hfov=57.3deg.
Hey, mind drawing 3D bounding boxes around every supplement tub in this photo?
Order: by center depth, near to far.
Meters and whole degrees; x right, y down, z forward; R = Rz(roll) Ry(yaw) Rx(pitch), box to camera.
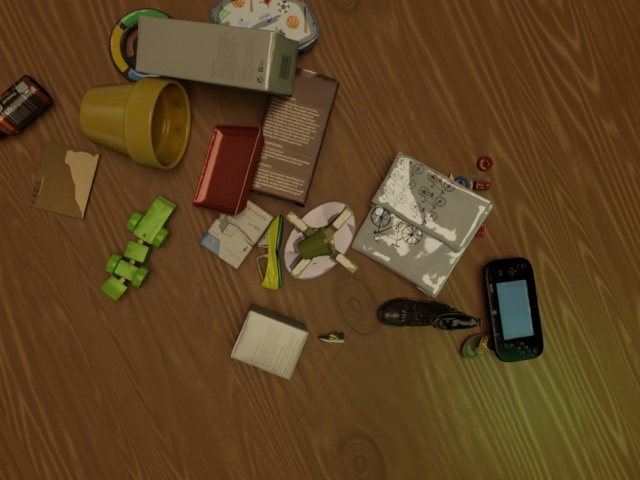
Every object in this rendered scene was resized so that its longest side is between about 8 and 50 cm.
[{"bbox_3d":[-0.876,-0.373,1.676,0.198,0.106,0.106,-43,94,-4],"label":"supplement tub"}]

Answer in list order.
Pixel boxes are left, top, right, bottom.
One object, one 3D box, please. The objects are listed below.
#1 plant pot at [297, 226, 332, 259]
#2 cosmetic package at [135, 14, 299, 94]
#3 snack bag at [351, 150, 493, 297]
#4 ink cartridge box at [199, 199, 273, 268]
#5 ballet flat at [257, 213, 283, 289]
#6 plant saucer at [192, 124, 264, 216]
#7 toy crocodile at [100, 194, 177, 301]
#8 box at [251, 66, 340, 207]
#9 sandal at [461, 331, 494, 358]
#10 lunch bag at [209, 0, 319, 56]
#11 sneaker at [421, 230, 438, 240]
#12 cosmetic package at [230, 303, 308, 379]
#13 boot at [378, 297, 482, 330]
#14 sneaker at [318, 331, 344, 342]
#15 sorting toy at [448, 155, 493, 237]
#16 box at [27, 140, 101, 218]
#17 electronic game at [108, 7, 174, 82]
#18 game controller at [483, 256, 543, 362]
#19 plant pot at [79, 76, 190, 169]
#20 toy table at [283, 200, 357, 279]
[{"bbox_3d":[-0.019,0.016,1.624,0.079,0.083,0.083,-24,93,10],"label":"plant pot"},{"bbox_3d":[-0.275,-0.498,1.583,0.385,0.217,0.156,13,104,12],"label":"cosmetic package"},{"bbox_3d":[0.290,-0.045,1.758,0.323,0.037,0.342,32,102,9],"label":"snack bag"},{"bbox_3d":[-0.249,-0.031,1.752,0.140,0.082,0.190,35,89,-5],"label":"ink cartridge box"},{"bbox_3d":[-0.152,0.035,1.767,0.077,0.077,0.230,1,92,1],"label":"ballet flat"},{"bbox_3d":[-0.260,-0.203,1.692,0.048,0.258,0.259,16,89,-40],"label":"plant saucer"},{"bbox_3d":[-0.532,0.027,1.724,0.115,0.105,0.340,27,83,-5],"label":"toy crocodile"},{"bbox_3d":[-0.088,-0.306,1.738,0.191,0.143,0.381,16,91,-5],"label":"box"},{"bbox_3d":[0.530,0.326,1.846,0.180,0.049,0.072,-14,92,-5],"label":"sandal"},{"bbox_3d":[-0.168,-0.624,1.740,0.303,0.115,0.243,-27,97,-5],"label":"lunch bag"},{"bbox_3d":[0.307,-0.051,1.813,0.083,0.084,0.214,-23,89,8],"label":"sneaker"},{"bbox_3d":[-0.150,0.294,1.729,0.184,0.151,0.151,22,89,-4],"label":"cosmetic package"},{"bbox_3d":[0.318,0.224,1.734,0.263,0.229,0.091,-2,91,-6],"label":"boot"},{"bbox_3d":[0.034,0.298,1.811,0.083,0.031,0.035,7,76,-10],"label":"sneaker"},{"bbox_3d":[0.467,-0.132,1.838,0.132,0.046,0.274,5,90,-5],"label":"sorting toy"},{"bbox_3d":[-0.757,-0.178,1.732,0.165,0.021,0.201,14,89,-5],"label":"box"},{"bbox_3d":[-0.510,-0.573,1.738,0.229,0.048,0.229,0,90,-5],"label":"electronic game"},{"bbox_3d":[0.599,0.215,1.825,0.167,0.067,0.319,-6,85,-20],"label":"game controller"},{"bbox_3d":[-0.527,-0.339,1.652,0.239,0.254,0.253,9,90,9],"label":"plant pot"},{"bbox_3d":[0.000,0.000,1.738,0.252,0.161,0.274,29,89,-5],"label":"toy table"}]
